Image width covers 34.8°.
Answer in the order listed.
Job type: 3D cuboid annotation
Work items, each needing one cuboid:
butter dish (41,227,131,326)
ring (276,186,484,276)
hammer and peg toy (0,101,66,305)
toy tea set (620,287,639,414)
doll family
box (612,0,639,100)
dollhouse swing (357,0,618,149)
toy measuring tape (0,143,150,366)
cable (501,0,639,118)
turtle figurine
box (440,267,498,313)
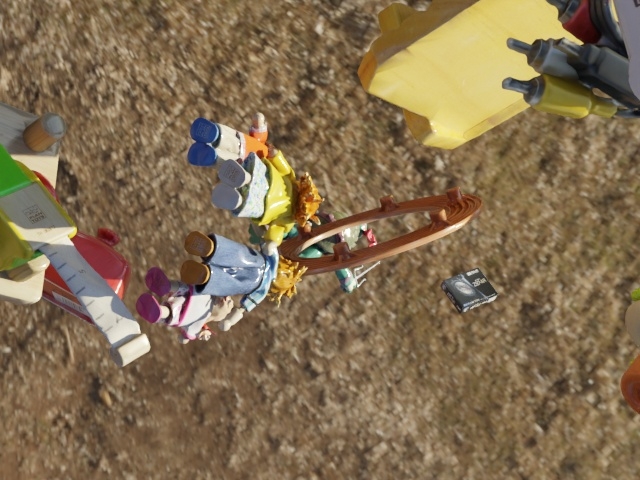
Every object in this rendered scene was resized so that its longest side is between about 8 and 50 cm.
[{"bbox_3d":[-0.316,0.035,1.395,0.160,0.160,0.118,30,66,-3],"label":"butter dish"},{"bbox_3d":[0.068,-0.019,1.462,0.337,0.336,0.032,-19,102,-11],"label":"ring"},{"bbox_3d":[-0.481,-0.077,1.186,0.361,0.265,0.127,19,150,-38],"label":"hammer and peg toy"},{"bbox_3d":[0.518,0.182,1.234,0.124,0.336,0.200,-32,144,-31],"label":"toy tea set"},{"bbox_3d":[-0.073,0.002,1.068,0.163,0.118,0.262,13,98,-59],"label":"doll family"},{"bbox_3d":[0.295,-0.105,0.612,0.182,0.181,0.119,-28,133,30],"label":"box"},{"bbox_3d":[0.199,-0.308,1.174,0.347,0.315,0.305,-29,145,27],"label":"dollhouse swing"},{"bbox_3d":[-0.301,0.019,1.080,0.121,0.121,0.330,-42,76,1],"label":"toy measuring tape"},{"bbox_3d":[0.305,-0.135,0.937,0.287,0.072,0.139,28,82,-19],"label":"cable"},{"bbox_3d":[0.000,0.000,1.729,0.234,0.175,0.118,-13,150,-37],"label":"turtle figurine"},{"bbox_3d":[0.269,0.090,1.843,0.083,0.067,0.018,-18,149,-26],"label":"box"}]
